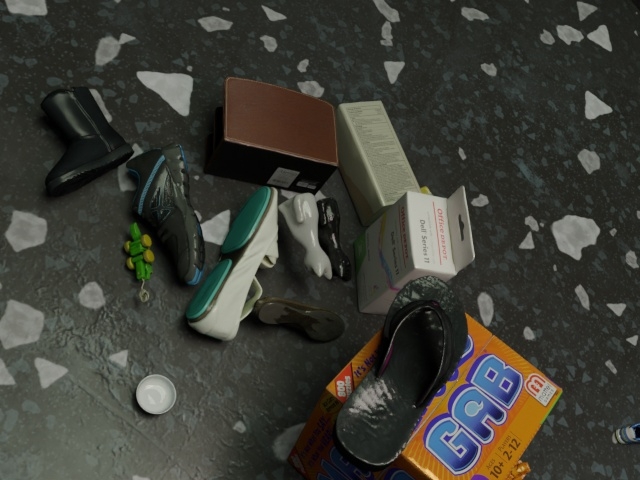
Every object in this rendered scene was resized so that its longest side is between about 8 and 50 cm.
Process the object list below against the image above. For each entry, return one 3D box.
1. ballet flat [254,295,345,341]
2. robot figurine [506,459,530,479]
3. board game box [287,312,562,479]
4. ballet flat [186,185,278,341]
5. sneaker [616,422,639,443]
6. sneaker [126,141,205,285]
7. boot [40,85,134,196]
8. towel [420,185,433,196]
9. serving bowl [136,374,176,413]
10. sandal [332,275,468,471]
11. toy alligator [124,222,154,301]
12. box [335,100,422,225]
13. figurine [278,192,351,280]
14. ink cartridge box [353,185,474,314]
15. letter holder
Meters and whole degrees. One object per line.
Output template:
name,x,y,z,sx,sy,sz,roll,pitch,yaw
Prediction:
ballet flat,-0.049,0.175,1.863,0.249,0.084,0.058,17,17,-34
robot figurine,0.383,0.623,1.855,0.290,0.085,0.211,-14,71,-33
board game box,0.206,0.389,1.676,0.356,0.356,0.356,38,52,13
ballet flat,-0.174,0.059,1.854,0.139,0.139,0.400,31,59,-10
sneaker,0.871,0.522,2.179,0.144,0.059,0.053,-2,64,-30
sneaker,-0.349,-0.051,1.834,0.139,0.125,0.341,-14,71,-6
boot,-0.566,-0.228,1.804,0.207,0.094,0.246,51,47,0
towel,0.283,-0.116,2.242,0.083,0.009,0.060,-24,78,-35
serving bowl,-0.344,0.322,1.671,0.083,0.027,0.083,12,60,-21
sandal,0.173,0.224,1.490,0.167,0.107,0.446,28,50,5
toy alligator,-0.391,0.052,1.779,0.051,0.056,0.190,32,40,-62
box,0.137,-0.210,2.146,0.147,0.121,0.311,-10,69,-31
figurine,0.000,0.000,1.941,0.215,0.092,0.210,6,62,-66
ink cartridge box,0.212,0.023,1.917,0.119,0.353,0.207,9,60,-23
letter holder,-0.124,-0.265,2.025,0.301,0.152,0.215,10,58,-23
